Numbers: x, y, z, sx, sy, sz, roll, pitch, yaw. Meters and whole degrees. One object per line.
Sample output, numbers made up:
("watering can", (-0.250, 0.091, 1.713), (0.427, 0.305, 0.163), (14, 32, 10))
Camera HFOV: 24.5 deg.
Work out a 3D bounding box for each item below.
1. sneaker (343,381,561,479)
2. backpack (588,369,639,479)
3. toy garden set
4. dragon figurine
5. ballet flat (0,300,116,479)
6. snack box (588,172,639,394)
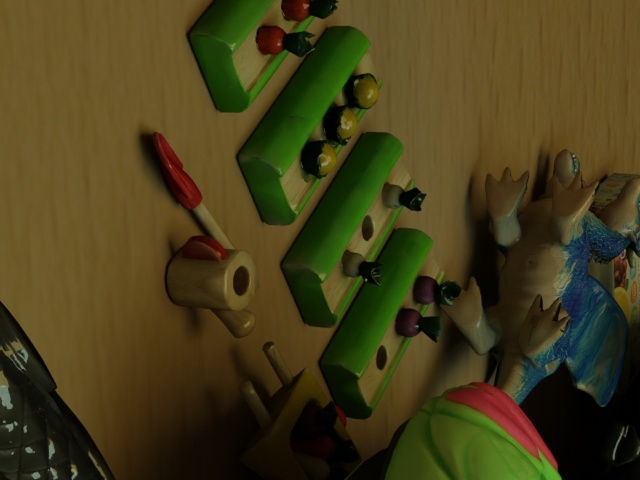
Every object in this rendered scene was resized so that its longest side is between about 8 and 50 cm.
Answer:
("sneaker", (0.058, 0.214, 0.750), (0.202, 0.185, 0.483), (-33, 150, -1))
("backpack", (0.305, 0.186, 1.074), (0.355, 0.273, 0.290), (-49, 150, -83))
("toy garden set", (0.000, 0.000, 0.706), (0.204, 0.049, 0.244), (-58, 140, -39))
("dragon figurine", (0.141, 0.051, 0.922), (0.144, 0.085, 0.289), (50, 50, -50))
("ballet flat", (-0.105, 0.089, 0.550), (0.049, 0.057, 0.173), (-29, 127, -8))
("snack box", (0.222, 0.031, 1.108), (0.100, 0.037, 0.141), (-34, 124, -55))
